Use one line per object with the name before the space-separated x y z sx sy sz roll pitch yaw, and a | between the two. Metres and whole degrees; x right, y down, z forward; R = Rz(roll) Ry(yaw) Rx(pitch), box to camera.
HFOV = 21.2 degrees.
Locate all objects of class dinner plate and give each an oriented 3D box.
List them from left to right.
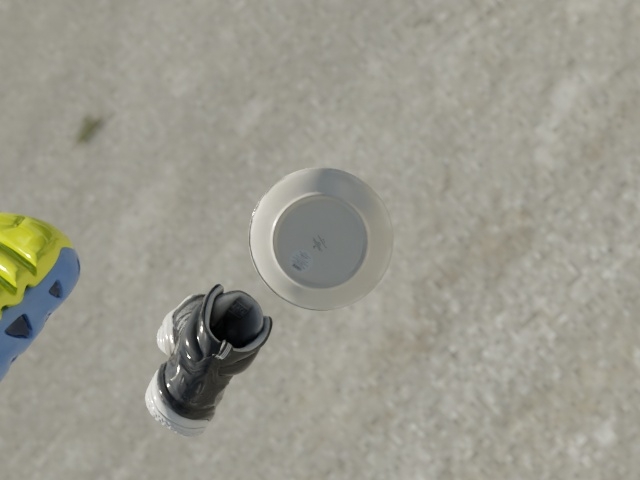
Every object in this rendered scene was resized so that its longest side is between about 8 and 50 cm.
dinner plate | 0.000 0.000 1.652 0.141 0.141 0.017 -38 5 10

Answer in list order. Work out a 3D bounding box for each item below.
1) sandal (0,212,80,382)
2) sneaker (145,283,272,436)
sandal | -0.293 0.111 1.235 0.317 0.138 0.126 -43 41 -3
sneaker | -0.119 0.108 2.005 0.153 0.101 0.268 -52 13 24
